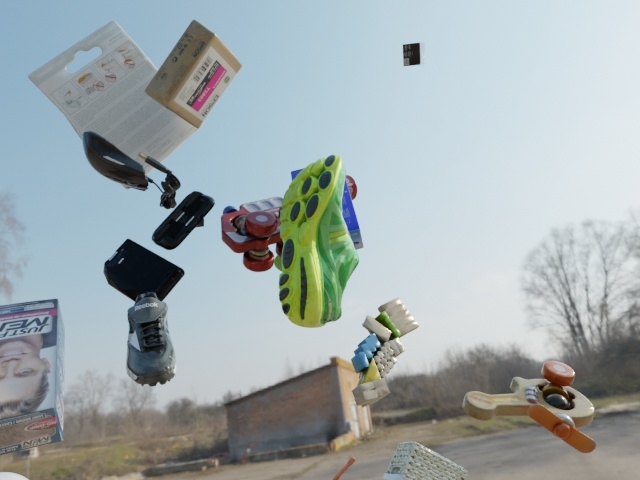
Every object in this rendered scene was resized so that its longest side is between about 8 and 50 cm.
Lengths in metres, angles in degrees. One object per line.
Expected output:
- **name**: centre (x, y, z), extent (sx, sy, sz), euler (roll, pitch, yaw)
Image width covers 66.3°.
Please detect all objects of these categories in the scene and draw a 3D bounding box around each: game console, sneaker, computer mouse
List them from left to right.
- **computer mouse**: centre (-0.439, -0.162, 1.111), extent (0.262, 0.060, 0.184), euler (38, -27, -12)
- **sneaker**: centre (-0.293, 0.155, 0.831), extent (0.078, 0.106, 0.234), euler (-5, 17, -21)
- **game console**: centre (-0.420, 0.006, 1.353), extent (0.213, 0.361, 0.044), euler (25, -25, 26)
- **sneaker**: centre (0.000, 0.000, 0.832), extent (0.109, 0.296, 0.123), euler (-3, -15, 39)

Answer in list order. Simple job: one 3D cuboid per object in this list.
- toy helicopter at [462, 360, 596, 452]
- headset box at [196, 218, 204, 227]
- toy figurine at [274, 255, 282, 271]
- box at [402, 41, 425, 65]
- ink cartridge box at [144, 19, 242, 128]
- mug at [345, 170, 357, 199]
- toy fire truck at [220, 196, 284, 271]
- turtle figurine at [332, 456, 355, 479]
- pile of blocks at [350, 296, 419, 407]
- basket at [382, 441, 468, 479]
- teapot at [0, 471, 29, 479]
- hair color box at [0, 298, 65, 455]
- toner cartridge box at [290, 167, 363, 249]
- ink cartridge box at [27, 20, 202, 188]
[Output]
- **toy helicopter**: centre (0.549, 0.442, 1.282), extent (0.354, 0.140, 0.235), euler (2, 22, -11)
- **headset box**: centre (-0.417, -0.071, 1.595), extent (0.062, 0.083, 0.032), euler (-10, -52, -26)
- **toy figurine**: centre (-0.091, 0.149, 1.676), extent (0.130, 0.159, 0.173), euler (-11, -40, 14)
- **box**: centre (0.274, -0.544, 1.434), extent (0.052, 0.062, 0.083), euler (2, 20, 22)
- **ink cartridge box**: centre (-0.346, -0.453, 1.362), extent (0.235, 0.088, 0.193), euler (-54, -15, 4)
- **mug**: centre (0.052, -0.226, 2.085), extent (0.169, 0.151, 0.113), euler (-18, -3, -34)
- **toy fire truck**: centre (-0.189, -0.048, 1.585), extent (0.302, 0.253, 0.170), euler (-17, -51, -35)
- **turtle figurine**: centre (0.053, 0.497, 0.839), extent (0.269, 0.217, 0.087), euler (-25, -39, -52)
- **pile of blocks**: centre (0.145, 0.310, 1.362), extent (0.113, 0.149, 0.362), euler (-52, -1, 43)
- **basket**: centre (0.254, 0.566, 1.173), extent (0.167, 0.103, 0.113), euler (30, -29, -2)
- **teapot**: centre (-0.873, 0.766, 1.340), extent (0.186, 0.253, 0.256), euler (-17, 12, 35)
- **hair color box**: centre (-0.644, 0.275, 1.038), extent (0.173, 0.347, 0.105), euler (-7, -56, -23)
- **toner cartridge box**: centre (0.012, -0.099, 1.437), extent (0.165, 0.348, 0.075), euler (-14, -48, 4)
- **ink cartridge box**: centre (-0.590, -0.395, 1.448), extent (0.385, 0.308, 0.091), euler (50, -25, -18)
